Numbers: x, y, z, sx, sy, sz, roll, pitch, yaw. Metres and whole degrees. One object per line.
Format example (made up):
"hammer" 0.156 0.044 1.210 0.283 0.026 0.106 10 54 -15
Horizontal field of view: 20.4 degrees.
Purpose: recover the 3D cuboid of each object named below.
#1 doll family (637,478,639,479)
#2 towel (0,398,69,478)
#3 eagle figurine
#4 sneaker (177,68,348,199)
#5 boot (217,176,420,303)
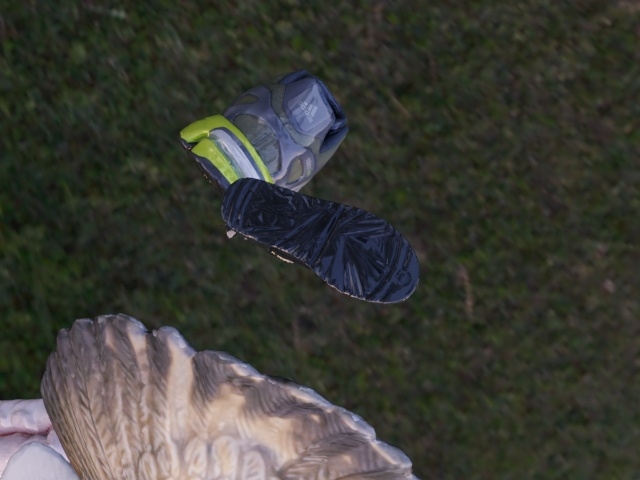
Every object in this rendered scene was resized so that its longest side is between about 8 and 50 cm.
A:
"doll family" 0.272 0.240 1.125 0.163 0.118 0.263 -16 105 -50
"towel" -0.174 0.170 1.229 0.332 0.317 0.053 25 65 -50
"eagle figurine" -0.035 0.141 0.713 0.226 0.298 0.225 38 97 2
"sneaker" -0.035 -0.079 1.472 0.121 0.300 0.111 -34 95 1
"boot" 0.000 0.001 0.977 0.121 0.099 0.045 23 87 7
